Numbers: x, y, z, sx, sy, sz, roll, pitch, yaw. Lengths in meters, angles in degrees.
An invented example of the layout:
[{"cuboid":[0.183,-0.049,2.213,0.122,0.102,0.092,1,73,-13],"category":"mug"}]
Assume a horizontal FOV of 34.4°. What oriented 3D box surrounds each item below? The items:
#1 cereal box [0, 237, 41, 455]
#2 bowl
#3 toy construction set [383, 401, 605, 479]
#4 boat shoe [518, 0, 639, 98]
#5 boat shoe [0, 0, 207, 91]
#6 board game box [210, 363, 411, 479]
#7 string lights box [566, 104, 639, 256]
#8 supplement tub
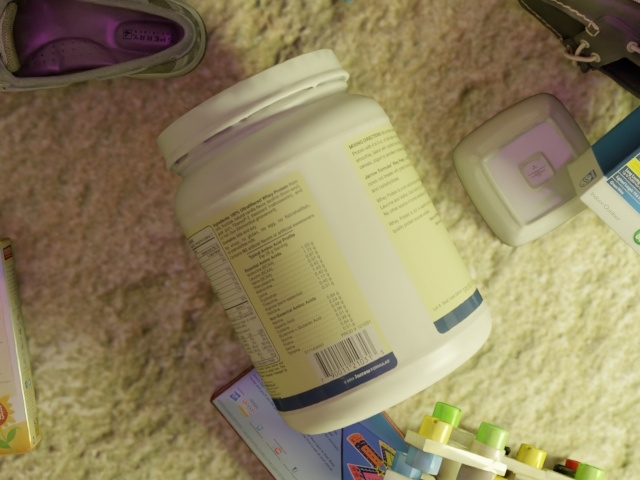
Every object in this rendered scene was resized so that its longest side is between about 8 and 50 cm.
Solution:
[{"cuboid":[-0.415,0.124,1.148,0.173,0.047,0.240,-6,96,1],"category":"cereal box"},{"cuboid":[0.228,-0.075,1.116,0.142,0.053,0.142,-33,94,6],"category":"bowl"},{"cuboid":[0.217,0.275,1.065,0.327,0.215,0.151,34,85,0],"category":"toy construction set"},{"cuboid":[0.341,-0.179,1.074,0.335,0.112,0.095,25,91,-5],"category":"boat shoe"},{"cuboid":[-0.283,-0.214,1.082,0.320,0.103,0.118,2,96,0],"category":"boat shoe"},{"cuboid":[0.020,0.242,1.165,0.145,0.027,0.281,-38,94,5],"category":"board game box"},{"cuboid":[0.389,-0.101,1.018,0.133,0.077,0.259,39,114,-17],"category":"string lights box"},{"cuboid":[0.000,0.000,1.029,0.235,0.235,0.325,-27,91,4],"category":"supplement tub"}]
